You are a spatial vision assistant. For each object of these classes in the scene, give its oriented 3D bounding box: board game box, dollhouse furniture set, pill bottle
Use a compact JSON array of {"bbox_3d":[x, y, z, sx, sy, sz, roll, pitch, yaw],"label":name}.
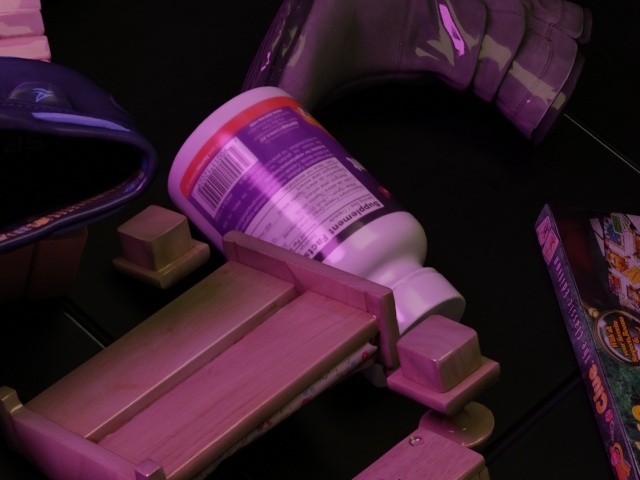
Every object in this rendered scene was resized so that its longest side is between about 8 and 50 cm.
[{"bbox_3d":[0.241,0.081,1.335,0.136,0.030,0.259,10,43,-21],"label":"board game box"},{"bbox_3d":[-0.072,0.162,1.083,0.303,0.173,0.355,-34,38,-32],"label":"dollhouse furniture set"},{"bbox_3d":[0.000,0.000,1.236,0.108,0.108,0.193,-23,61,-42],"label":"pill bottle"}]

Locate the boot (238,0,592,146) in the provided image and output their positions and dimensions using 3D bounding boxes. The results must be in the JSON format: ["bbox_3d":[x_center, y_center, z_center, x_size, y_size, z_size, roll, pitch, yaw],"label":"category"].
[{"bbox_3d":[0.084,-0.137,1.426,0.223,0.118,0.338,33,45,0],"label":"boot"}]

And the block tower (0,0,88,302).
[{"bbox_3d":[-0.222,-0.132,1.194,0.091,0.097,0.335,-7,67,-18],"label":"block tower"}]

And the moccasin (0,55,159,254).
[{"bbox_3d":[-0.234,-0.033,0.973,0.342,0.137,0.117,-23,33,-35],"label":"moccasin"}]

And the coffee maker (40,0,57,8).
[{"bbox_3d":[-0.247,-0.254,1.393,0.178,0.120,0.171,39,13,13],"label":"coffee maker"}]
